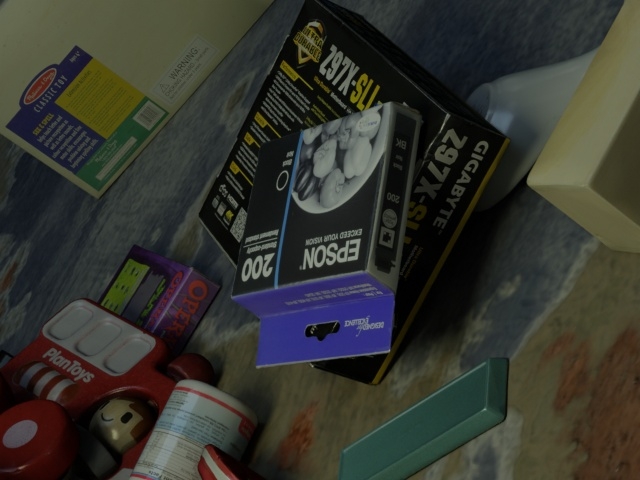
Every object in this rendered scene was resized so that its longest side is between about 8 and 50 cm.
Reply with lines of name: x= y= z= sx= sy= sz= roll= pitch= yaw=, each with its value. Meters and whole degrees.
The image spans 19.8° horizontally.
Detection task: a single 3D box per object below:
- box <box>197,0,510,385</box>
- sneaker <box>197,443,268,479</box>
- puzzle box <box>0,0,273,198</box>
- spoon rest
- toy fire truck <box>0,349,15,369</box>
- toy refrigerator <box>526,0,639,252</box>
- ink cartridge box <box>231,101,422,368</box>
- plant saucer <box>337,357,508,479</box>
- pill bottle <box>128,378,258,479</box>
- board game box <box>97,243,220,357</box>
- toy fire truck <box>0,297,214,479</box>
box: x=0.018 y=-0.055 z=1.690 sx=0.257 sy=0.079 sz=0.322 roll=-61 pitch=32 yaw=13
sneaker: x=-0.087 y=0.267 z=1.580 sx=0.128 sy=0.087 sz=0.221 roll=-53 pitch=23 yaw=1
puzzle box: x=-0.274 y=-0.276 z=2.394 sx=0.409 sy=0.272 sz=0.052 roll=-46 pitch=26 yaw=17
spoon rest: x=0.199 y=-0.137 z=1.609 sx=0.276 sy=0.084 sz=0.137 roll=-56 pitch=19 yaw=31
toy fire truck: x=-0.468 y=0.165 z=2.157 sx=0.158 sy=0.246 sz=0.217 roll=-58 pitch=-1 yaw=-9
toy refrigerator: x=0.274 y=-0.129 z=1.409 sx=0.269 sy=0.102 sz=0.094 roll=-60 pitch=24 yaw=-11
ink cartridge box: x=0.000 y=0.000 z=1.574 sx=0.206 sy=0.045 sz=0.208 roll=-13 pitch=64 yaw=54
plant saucer: x=0.079 y=0.159 z=1.498 sx=0.192 sy=0.018 sz=0.067 roll=-35 pitch=31 yaw=35
pill bottle: x=-0.129 y=0.218 z=1.715 sx=0.087 sy=0.087 sz=0.160 roll=-7 pitch=52 yaw=59
board game box: x=-0.254 y=0.172 z=2.057 sx=0.347 sy=0.056 sz=0.208 roll=-58 pitch=20 yaw=-6
toy fire truck: x=-0.244 y=0.182 z=1.866 sx=0.254 sy=0.169 sz=0.302 roll=-44 pitch=39 yaw=-23
